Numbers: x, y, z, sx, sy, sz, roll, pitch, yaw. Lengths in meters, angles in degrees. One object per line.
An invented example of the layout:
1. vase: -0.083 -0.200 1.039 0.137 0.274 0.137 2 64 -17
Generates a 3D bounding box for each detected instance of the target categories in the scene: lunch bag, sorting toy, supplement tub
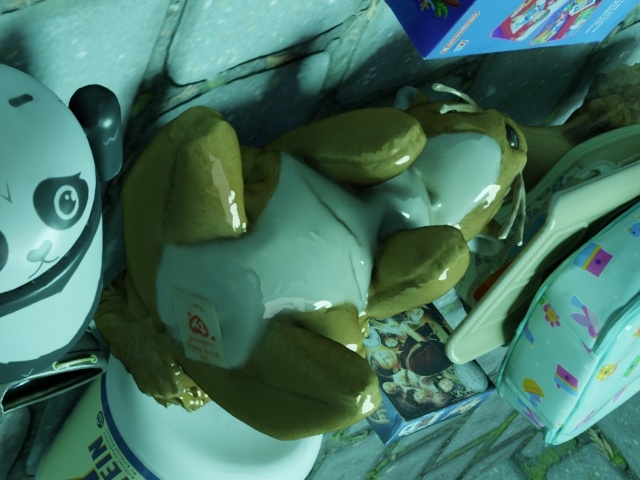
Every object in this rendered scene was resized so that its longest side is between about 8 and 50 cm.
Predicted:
1. lunch bag: 0.307 0.074 1.657 0.224 0.108 0.279 -29 156 -28
2. sorting toy: 0.265 0.001 1.653 0.307 0.041 0.229 -20 150 -44
3. supplement tub: -0.164 0.243 1.723 0.235 0.235 0.325 -18 153 -43

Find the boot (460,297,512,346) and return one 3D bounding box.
1. boot: 0.330 0.071 2.332 0.260 0.131 0.348 -40 151 -10

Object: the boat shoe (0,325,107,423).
1. boat shoe: -0.302 0.135 1.486 0.227 0.069 0.081 -26 159 -27

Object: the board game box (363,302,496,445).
1. board game box: 0.060 0.092 1.743 0.165 0.243 0.042 -15 151 -48

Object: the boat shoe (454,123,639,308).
1. boat shoe: 0.262 -0.019 1.729 0.285 0.089 0.104 -34 137 -3

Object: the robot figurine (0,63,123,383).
1. robot figurine: -0.232 -0.003 1.114 0.173 0.209 0.278 6 153 -3

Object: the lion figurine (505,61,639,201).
1. lion figurine: 0.225 -0.084 1.791 0.392 0.142 0.240 -11 141 -44

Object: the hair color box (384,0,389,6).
1. hair color box: 0.138 -0.244 1.383 0.167 0.053 0.093 -45 159 19

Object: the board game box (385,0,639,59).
1. board game box: 0.230 -0.281 1.222 0.233 0.078 0.347 -12 153 -44

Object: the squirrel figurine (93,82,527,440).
1. squirrel figurine: 0.000 0.000 1.499 0.370 0.281 0.397 -35 178 -38
